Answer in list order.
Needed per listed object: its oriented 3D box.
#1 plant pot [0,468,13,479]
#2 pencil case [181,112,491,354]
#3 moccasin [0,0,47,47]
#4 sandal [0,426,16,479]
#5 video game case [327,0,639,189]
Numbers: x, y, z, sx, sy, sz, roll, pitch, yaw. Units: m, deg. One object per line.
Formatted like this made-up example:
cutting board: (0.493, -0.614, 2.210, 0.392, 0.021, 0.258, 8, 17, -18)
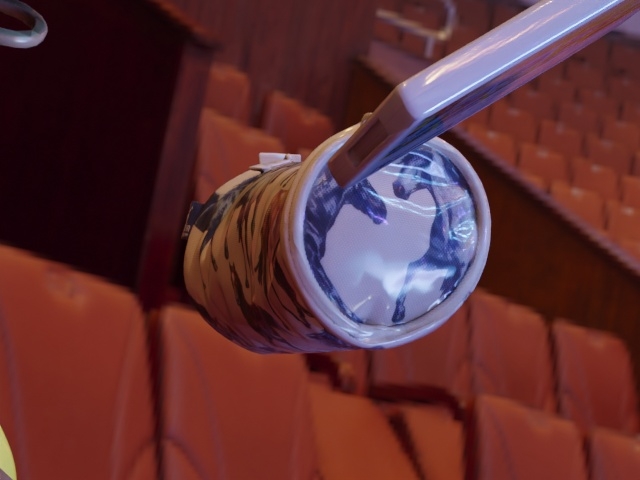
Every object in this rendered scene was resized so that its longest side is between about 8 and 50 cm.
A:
plant pot: (-0.256, 0.118, 0.456, 0.280, 0.323, 0.323, 51, -24, -20)
pencil case: (0.000, 0.000, 1.357, 0.159, 0.184, 0.410, -7, -2, -16)
moccasin: (-0.107, -0.143, 0.577, 0.139, 0.380, 0.147, 47, -19, 29)
sandal: (-0.254, 0.029, 0.730, 0.126, 0.317, 0.138, -33, 5, 20)
video game case: (0.119, -0.112, 0.987, 0.227, 0.026, 0.206, -31, -2, -13)
